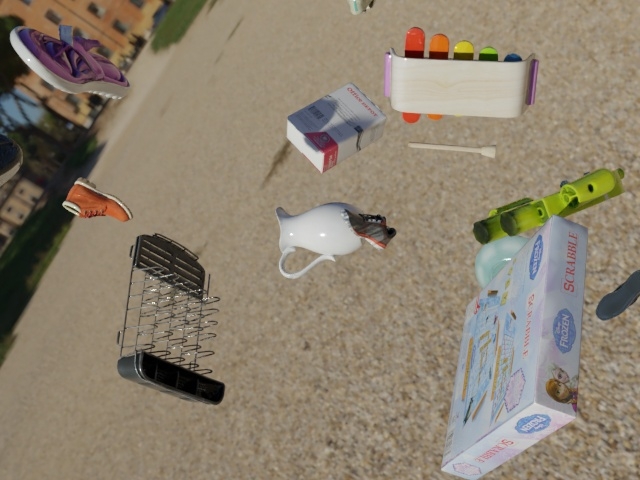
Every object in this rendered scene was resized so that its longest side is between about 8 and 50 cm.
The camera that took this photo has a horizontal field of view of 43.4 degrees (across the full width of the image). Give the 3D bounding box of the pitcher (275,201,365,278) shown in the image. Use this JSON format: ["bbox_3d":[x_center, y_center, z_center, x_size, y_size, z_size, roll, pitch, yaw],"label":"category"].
[{"bbox_3d":[0.000,0.000,1.896,0.125,0.207,0.178,36,-127,-71],"label":"pitcher"}]

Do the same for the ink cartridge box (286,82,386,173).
[{"bbox_3d":[0.047,-0.330,2.332,0.237,0.172,0.100,-32,-25,-22],"label":"ink cartridge box"}]

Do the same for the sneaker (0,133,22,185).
[{"bbox_3d":[-0.876,-0.063,1.827,0.447,0.169,0.258,-34,-24,-27],"label":"sneaker"}]

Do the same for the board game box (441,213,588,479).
[{"bbox_3d":[0.298,0.174,1.246,0.318,0.065,0.319,117,171,-56],"label":"board game box"}]

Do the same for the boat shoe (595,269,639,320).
[{"bbox_3d":[0.575,0.104,1.521,0.046,0.038,0.125,48,112,29],"label":"boat shoe"}]

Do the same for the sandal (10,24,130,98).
[{"bbox_3d":[-0.506,-0.392,1.681,0.102,0.169,0.416,-45,-1,10],"label":"sandal"}]

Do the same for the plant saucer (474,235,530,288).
[{"bbox_3d":[0.444,0.082,1.841,0.195,0.195,0.037,-42,4,39],"label":"plant saucer"}]

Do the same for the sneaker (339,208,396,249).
[{"bbox_3d":[0.103,-0.038,1.687,0.065,0.158,0.061,-42,48,17],"label":"sneaker"}]

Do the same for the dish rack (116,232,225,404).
[{"bbox_3d":[-0.241,0.125,1.338,0.074,0.208,0.272,-13,61,27],"label":"dish rack"}]

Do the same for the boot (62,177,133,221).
[{"bbox_3d":[-0.512,-0.072,1.848,0.085,0.157,0.059,-61,-4,-31],"label":"boot"}]

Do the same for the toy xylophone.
[{"bbox_3d":[0.280,-0.300,1.661,0.081,0.322,0.236,-67,-13,-58],"label":"toy xylophone"}]

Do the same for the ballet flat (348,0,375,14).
[{"bbox_3d":[0.089,-0.508,1.696,0.057,0.052,0.168,-1,23,21],"label":"ballet flat"}]

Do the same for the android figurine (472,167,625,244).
[{"bbox_3d":[0.398,-0.064,1.369,0.272,0.056,0.248,-22,-2,-21],"label":"android figurine"}]
